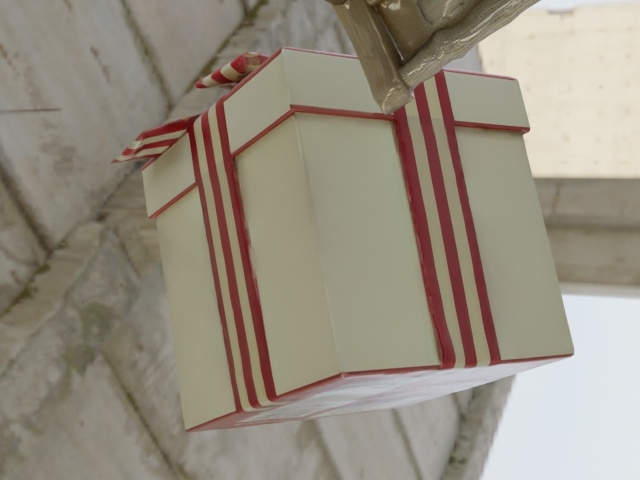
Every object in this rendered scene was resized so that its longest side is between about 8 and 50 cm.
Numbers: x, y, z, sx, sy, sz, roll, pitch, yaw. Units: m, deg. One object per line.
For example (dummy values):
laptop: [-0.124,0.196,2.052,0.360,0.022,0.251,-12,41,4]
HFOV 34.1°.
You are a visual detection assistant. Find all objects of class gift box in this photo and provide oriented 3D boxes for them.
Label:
gift box: [0.000,0.000,0.813,0.255,0.276,0.258,3,-108,-40]

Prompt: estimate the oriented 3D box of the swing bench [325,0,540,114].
swing bench: [0.050,-0.226,0.460,0.254,0.253,0.165,29,-146,-53]
